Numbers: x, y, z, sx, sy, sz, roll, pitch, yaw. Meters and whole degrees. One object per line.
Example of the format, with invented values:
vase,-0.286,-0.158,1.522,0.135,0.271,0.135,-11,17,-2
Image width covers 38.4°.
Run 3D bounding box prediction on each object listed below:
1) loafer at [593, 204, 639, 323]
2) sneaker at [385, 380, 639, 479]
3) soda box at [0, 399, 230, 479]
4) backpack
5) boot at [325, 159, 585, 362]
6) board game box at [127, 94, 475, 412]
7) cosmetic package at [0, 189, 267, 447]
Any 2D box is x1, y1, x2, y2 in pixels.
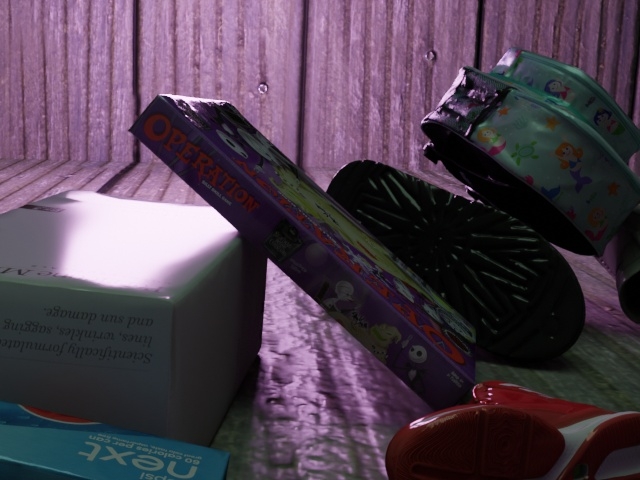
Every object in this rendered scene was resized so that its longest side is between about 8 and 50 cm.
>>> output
loafer,0.384,0.040,1.051,0.111,0.112,0.319,-17,21,-9
sneaker,0.113,0.143,0.624,0.221,0.087,0.128,10,-4,-31
soda box,-0.160,0.135,0.499,0.210,0.067,0.071,13,11,0
backpack,0.270,-0.101,1.103,0.225,0.191,0.253,39,7,-31
boot,0.187,0.031,1.077,0.348,0.131,0.260,39,7,35
board game box,0.000,0.000,0.835,0.347,0.056,0.208,43,16,2
cosmetic package,-0.173,0.063,0.738,0.217,0.156,0.385,5,9,3
